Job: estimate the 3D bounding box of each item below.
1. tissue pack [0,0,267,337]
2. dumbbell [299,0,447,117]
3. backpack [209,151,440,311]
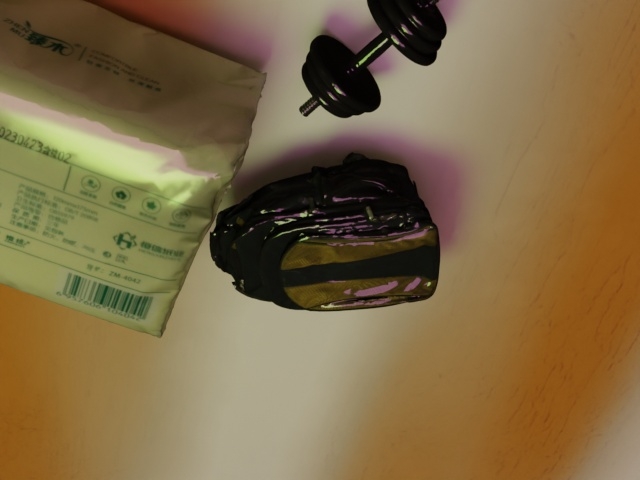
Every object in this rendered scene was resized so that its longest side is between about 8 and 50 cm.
[{"bbox_3d":[-0.284,-0.097,1.049,0.380,0.207,0.297,22,129,-11],"label":"tissue pack"},{"bbox_3d":[0.053,-0.194,1.008,0.099,0.099,0.208,39,121,-23],"label":"dumbbell"},{"bbox_3d":[0.000,0.000,1.141,0.258,0.133,0.206,-9,135,-2],"label":"backpack"}]
